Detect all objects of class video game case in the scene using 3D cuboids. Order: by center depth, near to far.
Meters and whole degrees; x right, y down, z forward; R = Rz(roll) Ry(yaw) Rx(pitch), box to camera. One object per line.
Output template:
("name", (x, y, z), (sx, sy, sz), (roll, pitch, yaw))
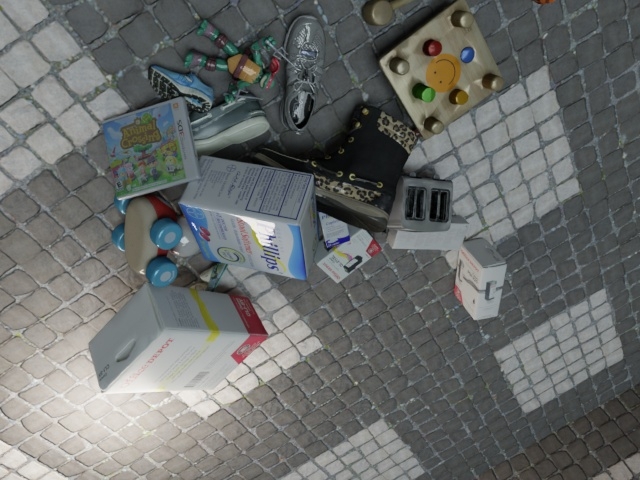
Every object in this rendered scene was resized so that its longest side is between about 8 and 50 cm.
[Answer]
("video game case", (-0.392, -0.211, 1.265), (0.213, 0.023, 0.193), (-13, 86, 12))

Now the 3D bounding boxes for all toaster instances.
("toaster", (0.276, -0.099, 1.563), (0.168, 0.110, 0.185), (4, 91, -19))

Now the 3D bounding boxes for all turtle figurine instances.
("turtle figurine", (-0.183, -0.400, 1.261), (0.234, 0.118, 0.175), (25, 97, -13))

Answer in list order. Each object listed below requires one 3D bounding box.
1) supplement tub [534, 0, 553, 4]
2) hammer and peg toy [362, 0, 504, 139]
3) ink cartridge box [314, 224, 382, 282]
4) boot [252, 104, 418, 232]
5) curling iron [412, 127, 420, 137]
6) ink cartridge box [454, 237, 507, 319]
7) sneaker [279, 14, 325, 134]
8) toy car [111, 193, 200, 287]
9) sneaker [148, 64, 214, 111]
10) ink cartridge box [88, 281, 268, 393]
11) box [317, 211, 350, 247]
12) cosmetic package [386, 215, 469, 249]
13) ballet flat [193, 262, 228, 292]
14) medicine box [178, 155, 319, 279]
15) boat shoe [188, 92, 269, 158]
("supplement tub", (0.441, -0.684, 1.231), (0.316, 0.193, 0.193), (23, 112, -29))
("hammer and peg toy", (0.280, -0.461, 1.340), (0.266, 0.127, 0.361), (-36, 118, 4))
("ink cartridge box", (0.074, 0.029, 1.631), (0.175, 0.072, 0.127), (-39, 134, 8))
("boot", (0.047, -0.216, 1.405), (0.378, 0.138, 0.284), (25, 75, 8))
("curling iron", (0.255, -0.304, 1.510), (0.068, 0.035, 0.274), (35, 106, -28))
("ink cartridge box", (0.519, 0.126, 1.791), (0.092, 0.158, 0.217), (-8, 123, -12))
("sneaker", (-0.032, -0.389, 1.314), (0.105, 0.115, 0.281), (-3, 122, -16))
("toy car", (-0.378, -0.027, 1.420), (0.238, 0.219, 0.210), (-15, 130, -44))
("sneaker", (-0.324, -0.363, 1.280), (0.162, 0.073, 0.063), (26, 144, -14))
("ink cartridge box", (-0.382, 0.275, 1.504), (0.279, 0.160, 0.385), (-44, 148, 19))
("box", (0.025, -0.074, 1.527), (0.072, 0.126, 0.137), (-18, 125, -4))
("cosmetic package", (0.332, -0.028, 1.694), (0.239, 0.060, 0.098), (2, 122, -19))
("ballet flat", (-0.328, 0.126, 1.585), (0.070, 0.070, 0.188), (18, 111, -27))
("medicine box", (-0.160, -0.051, 1.348), (0.289, 0.149, 0.263), (11, 149, 10))
("boat shoe", (-0.288, -0.271, 1.342), (0.320, 0.116, 0.099), (-18, 82, 2))
